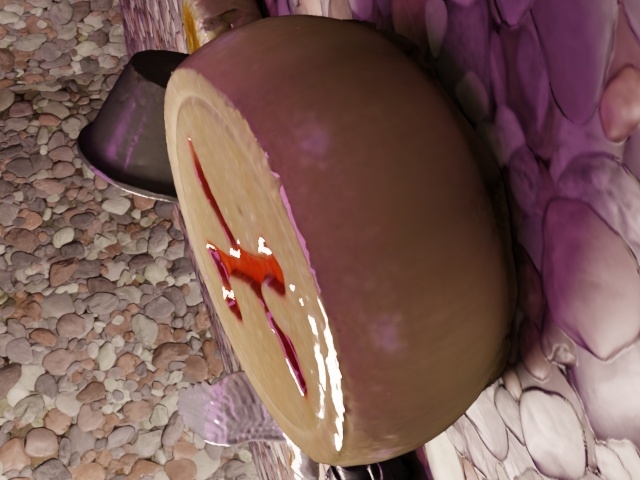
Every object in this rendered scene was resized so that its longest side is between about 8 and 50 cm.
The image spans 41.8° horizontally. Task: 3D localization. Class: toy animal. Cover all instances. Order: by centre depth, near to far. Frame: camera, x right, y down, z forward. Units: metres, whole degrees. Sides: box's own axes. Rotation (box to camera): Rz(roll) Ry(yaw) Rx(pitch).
[{"bbox_3d":[-0.018,0.155,1.090,0.302,0.225,0.284,38,122,48],"label":"toy animal"}]

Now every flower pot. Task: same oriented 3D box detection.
[{"bbox_3d":[-0.224,-0.187,1.286,0.269,0.269,0.166,60,136,48],"label":"flower pot"}]

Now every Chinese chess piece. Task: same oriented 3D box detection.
[{"bbox_3d":[0.000,0.000,0.637,0.338,0.140,0.338,50,152,40],"label":"Chinese chess piece"}]

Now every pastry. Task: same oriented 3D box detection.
[{"bbox_3d":[-0.114,-0.243,1.030,0.166,0.088,0.166,164,90,-78],"label":"pastry"}]

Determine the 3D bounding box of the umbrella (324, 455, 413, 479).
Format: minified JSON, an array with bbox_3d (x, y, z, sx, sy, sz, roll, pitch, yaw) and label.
[{"bbox_3d":[0.042,0.218,0.866,0.110,0.122,0.272,-48,-49,-52],"label":"umbrella"}]
